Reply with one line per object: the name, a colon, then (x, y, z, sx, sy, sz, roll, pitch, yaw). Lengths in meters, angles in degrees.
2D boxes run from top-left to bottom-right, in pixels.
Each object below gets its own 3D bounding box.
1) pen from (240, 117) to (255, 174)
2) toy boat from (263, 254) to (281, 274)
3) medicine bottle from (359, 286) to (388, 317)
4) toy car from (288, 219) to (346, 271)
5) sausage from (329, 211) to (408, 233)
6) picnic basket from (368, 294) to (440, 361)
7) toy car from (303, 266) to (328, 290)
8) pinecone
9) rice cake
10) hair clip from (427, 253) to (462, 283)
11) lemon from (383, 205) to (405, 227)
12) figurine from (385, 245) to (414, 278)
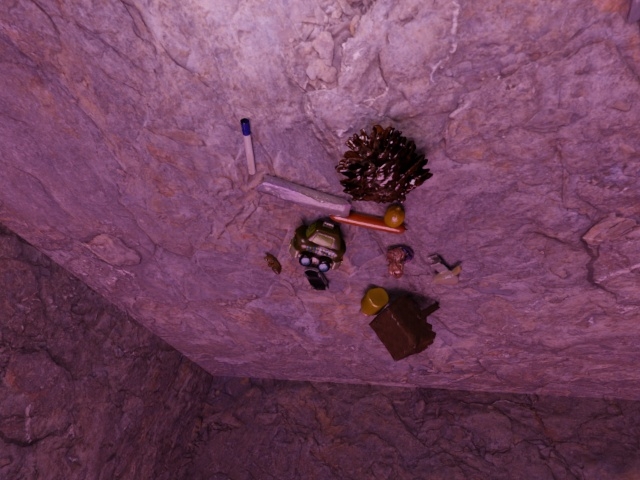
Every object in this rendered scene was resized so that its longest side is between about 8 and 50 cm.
pen: (-0.273, -0.350, 1.726, 0.033, 0.033, 0.268, 10, 144, 6)
toy boat: (-0.246, 0.122, 2.349, 0.047, 0.048, 0.149, -6, 140, 28)
medicine bottle: (0.270, 0.341, 2.404, 0.122, 0.121, 0.212, 18, 145, -5)
toy car: (0.000, 0.000, 2.012, 0.248, 0.204, 0.198, 17, 121, -6)
sausage: (0.197, -0.079, 1.914, 0.348, 0.053, 0.053, 12, 145, 3)
picnic basket: (0.455, 0.438, 2.338, 0.291, 0.321, 0.254, 55, 136, 18)
toy car: (-0.021, 0.199, 2.369, 0.096, 0.056, 0.204, -3, 138, 23)
pinecone: (0.199, -0.250, 1.517, 0.299, 0.241, 0.296, -21, 134, 31)
rice cake: (-0.067, -0.183, 1.856, 0.400, 0.064, 0.070, 17, 135, -4)
hair clip: (0.578, 0.143, 2.079, 0.159, 0.071, 0.218, -18, 138, 34)
lemon: (0.299, -0.098, 1.828, 0.082, 0.082, 0.110, 20, 140, -8)
figurine: (0.340, 0.095, 2.035, 0.114, 0.157, 0.126, 42, 146, -2)
